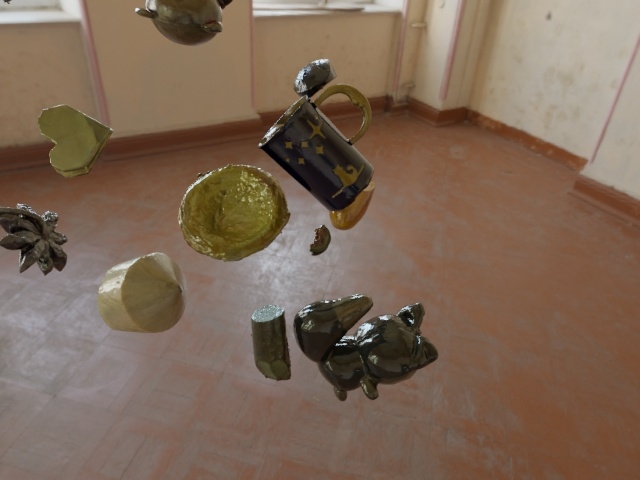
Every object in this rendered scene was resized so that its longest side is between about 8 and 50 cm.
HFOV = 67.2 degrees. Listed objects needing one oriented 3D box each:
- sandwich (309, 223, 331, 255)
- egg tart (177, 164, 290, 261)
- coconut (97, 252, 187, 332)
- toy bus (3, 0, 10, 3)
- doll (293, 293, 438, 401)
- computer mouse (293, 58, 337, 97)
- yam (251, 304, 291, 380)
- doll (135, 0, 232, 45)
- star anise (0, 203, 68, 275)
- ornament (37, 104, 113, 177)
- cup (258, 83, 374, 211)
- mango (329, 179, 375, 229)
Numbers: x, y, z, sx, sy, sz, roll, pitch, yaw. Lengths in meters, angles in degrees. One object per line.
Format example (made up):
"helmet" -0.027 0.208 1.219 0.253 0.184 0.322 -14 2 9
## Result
"sandwich" 0.002 -0.001 1.649 0.067 0.029 0.135 34 51 -17
"egg tart" -0.238 -0.070 1.358 0.314 0.120 0.315 -1 66 2
"coconut" -0.613 0.189 1.706 0.328 0.329 0.329 3 33 -2
"toy bus" -0.490 -0.467 0.725 0.137 0.113 0.317 -30 20 -13
"doll" 0.142 0.305 1.408 0.382 0.379 0.252 -28 51 9
"computer mouse" -0.018 -0.429 1.279 0.122 0.073 0.217 -34 13 12
"yam" -0.142 0.312 1.389 0.106 0.259 0.106 -3 24 1
"doll" -0.365 -0.648 1.339 0.234 0.174 0.330 11 37 -7
"star anise" -0.768 -0.014 1.286 0.081 0.262 0.230 -17 43 17
"ornament" -0.670 -0.287 1.340 0.180 0.059 0.201 -19 81 -15
"cup" 0.025 -0.232 1.183 0.256 0.255 0.178 41 27 -18
"mango" 0.088 -0.123 1.449 0.126 0.154 0.252 25 44 -6
